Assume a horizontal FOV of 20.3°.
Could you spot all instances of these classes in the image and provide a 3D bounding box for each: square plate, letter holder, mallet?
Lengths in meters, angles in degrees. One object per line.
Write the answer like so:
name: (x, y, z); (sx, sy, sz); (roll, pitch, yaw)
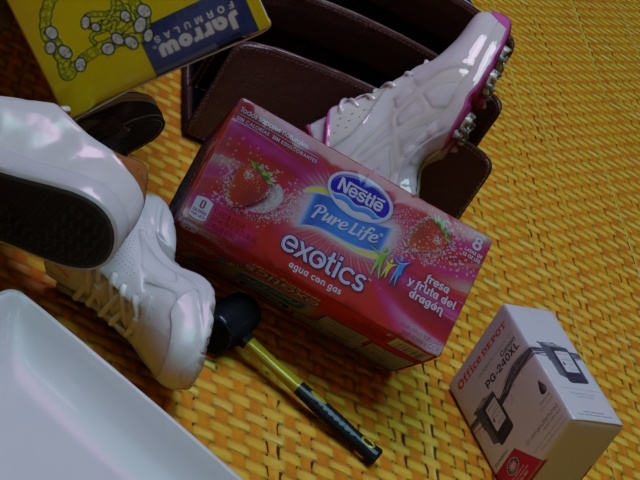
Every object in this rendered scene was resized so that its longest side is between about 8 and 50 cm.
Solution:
square plate: (-0.179, 0.196, 1.169); (0.347, 0.049, 0.344); (40, 27, 11)
letter holder: (0.040, -0.165, 1.826); (0.302, 0.214, 0.152); (24, 28, -19)
mallet: (-0.020, 0.115, 1.502); (0.189, 0.039, 0.062); (38, 30, 0)

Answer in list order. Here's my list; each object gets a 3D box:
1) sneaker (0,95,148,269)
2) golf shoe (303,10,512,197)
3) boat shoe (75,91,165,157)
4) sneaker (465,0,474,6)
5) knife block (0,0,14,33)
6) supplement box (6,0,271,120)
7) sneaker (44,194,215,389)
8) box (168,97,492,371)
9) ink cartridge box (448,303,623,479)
sneaker: (-0.273, -0.071, 1.407); (0.290, 0.106, 0.123); (24, 35, 4)
golf shoe: (0.069, -0.111, 1.710); (0.140, 0.306, 0.115); (33, -13, 7)
boat shoe: (-0.207, -0.070, 1.554); (0.073, 0.080, 0.223); (48, 35, 14)
sneaker: (0.100, -0.299, 2.240); (0.282, 0.099, 0.153); (19, 34, -41)
knife block: (-0.417, -0.270, 1.530); (0.275, 0.088, 0.242); (-6, 72, -51)
supplement box: (-0.195, -0.277, 1.605); (0.356, 0.194, 0.195); (-121, -174, -66)
sneaker: (-0.161, 0.040, 1.425); (0.115, 0.090, 0.232); (9, 27, -29)
box: (0.000, 0.000, 1.559); (0.257, 0.123, 0.128); (29, -17, -9)
ink cartridge box: (0.188, 0.146, 1.594); (0.063, 0.109, 0.150); (10, 35, -33)
